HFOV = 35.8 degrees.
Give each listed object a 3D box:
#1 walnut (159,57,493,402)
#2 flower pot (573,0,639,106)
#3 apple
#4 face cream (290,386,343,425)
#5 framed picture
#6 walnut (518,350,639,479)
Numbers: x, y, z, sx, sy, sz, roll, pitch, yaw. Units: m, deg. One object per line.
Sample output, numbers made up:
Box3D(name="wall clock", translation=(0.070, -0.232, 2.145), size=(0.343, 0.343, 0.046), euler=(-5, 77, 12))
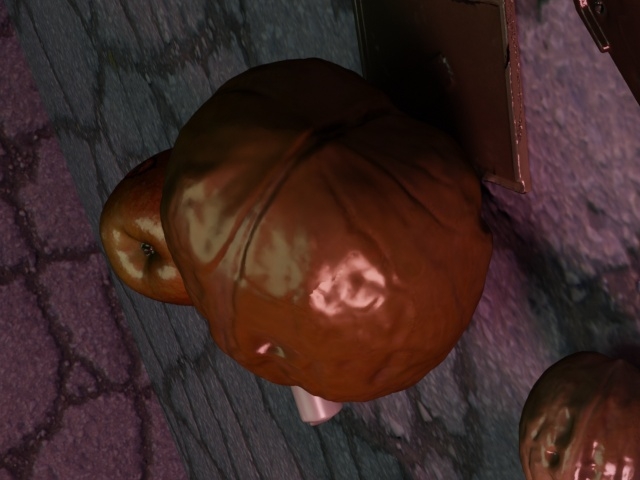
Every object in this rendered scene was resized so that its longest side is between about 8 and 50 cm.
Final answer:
Box3D(name="walnut", translation=(0.000, 0.000, 1.056), size=(0.354, 0.308, 0.398), euler=(44, 164, 27))
Box3D(name="flower pot", translation=(0.242, -0.126, 0.640), size=(0.251, 0.084, 0.179), euler=(63, -178, 11))
Box3D(name="apple", translation=(-0.234, -0.017, 1.672), size=(0.277, 0.250, 0.309), euler=(66, 155, 6))
Box3D(name="face cream", translation=(-0.040, 0.122, 1.506), size=(0.145, 0.145, 0.370), euler=(4, 115, 65))
Box3D(name="framed picture", translation=(0.117, -0.174, 1.044), size=(0.281, 0.019, 0.209), euler=(33, 140, 54))
Box3D(name="walnut", translation=(0.253, 0.183, 0.914), size=(0.140, 0.140, 0.162), euler=(28, 105, 57))
